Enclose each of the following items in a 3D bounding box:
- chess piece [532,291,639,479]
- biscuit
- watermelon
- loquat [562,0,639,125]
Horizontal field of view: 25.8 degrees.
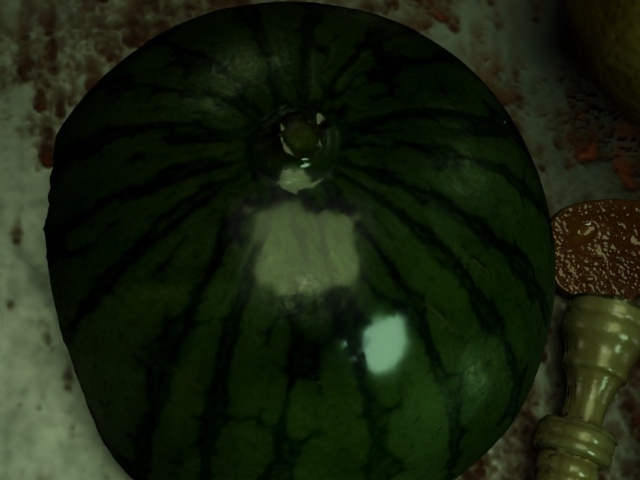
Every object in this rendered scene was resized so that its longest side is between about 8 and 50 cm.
[{"bbox_3d":[0.155,0.119,0.848,0.060,0.060,0.172,21,74,-3],"label":"chess piece"},{"bbox_3d":[0.188,0.011,0.904,0.091,0.015,0.078,-1,76,-10],"label":"biscuit"},{"bbox_3d":[0.000,0.000,0.793,0.331,0.189,0.330,1,79,-6],"label":"watermelon"},{"bbox_3d":[0.291,-0.177,0.855,0.276,0.276,0.284,36,69,2],"label":"loquat"}]
